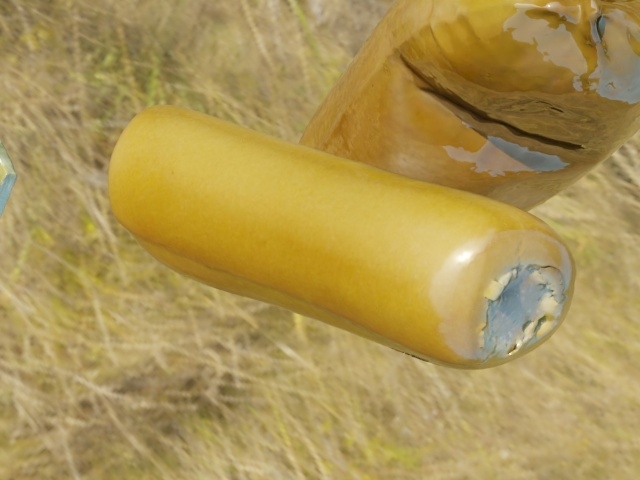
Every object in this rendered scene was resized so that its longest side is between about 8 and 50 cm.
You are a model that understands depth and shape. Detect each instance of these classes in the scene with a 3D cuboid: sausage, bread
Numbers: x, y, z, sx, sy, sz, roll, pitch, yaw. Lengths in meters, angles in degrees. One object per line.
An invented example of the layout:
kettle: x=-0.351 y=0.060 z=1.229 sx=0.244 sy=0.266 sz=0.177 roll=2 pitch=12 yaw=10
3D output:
sausage: x=0.078 y=-0.070 z=0.710 sx=0.134 sy=0.354 sz=0.116 roll=29 pitch=71 yaw=-8
bread: x=0.000 y=0.000 z=0.632 sx=0.074 sy=0.239 sz=0.092 roll=-55 pitch=140 yaw=-21

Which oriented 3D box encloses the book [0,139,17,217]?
book: x=-0.315 y=-0.050 z=1.126 sx=0.013 sy=0.168 sz=0.192 roll=-7 pitch=143 yaw=-41
